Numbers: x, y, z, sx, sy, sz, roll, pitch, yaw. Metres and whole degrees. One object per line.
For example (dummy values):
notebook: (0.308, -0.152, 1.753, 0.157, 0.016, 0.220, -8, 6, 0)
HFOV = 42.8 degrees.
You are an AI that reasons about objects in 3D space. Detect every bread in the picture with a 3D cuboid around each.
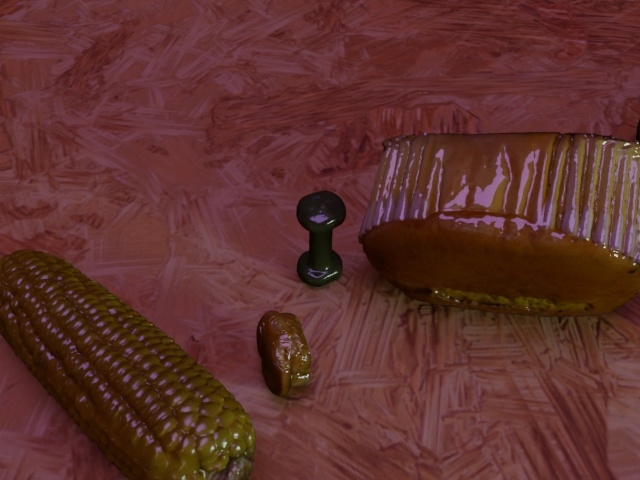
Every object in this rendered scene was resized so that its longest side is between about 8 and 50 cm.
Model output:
bread: (0.185, -0.010, 0.827, 0.288, 0.204, 0.156, 7, 72, 14)
bread: (-0.036, 0.110, 0.803, 0.046, 0.081, 0.083, -6, 82, -14)

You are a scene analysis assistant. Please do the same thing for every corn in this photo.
corn: (-0.201, 0.123, 0.778, 0.363, 0.120, 0.120, 31, 58, 29)

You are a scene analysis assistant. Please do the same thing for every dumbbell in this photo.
dumbbell: (0.000, 0.000, 0.864, 0.052, 0.118, 0.046, -22, 56, -16)

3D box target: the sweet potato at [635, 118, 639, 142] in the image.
sweet potato: (0.418, -0.054, 0.917, 0.067, 0.067, 0.274, -9, 51, -4)
